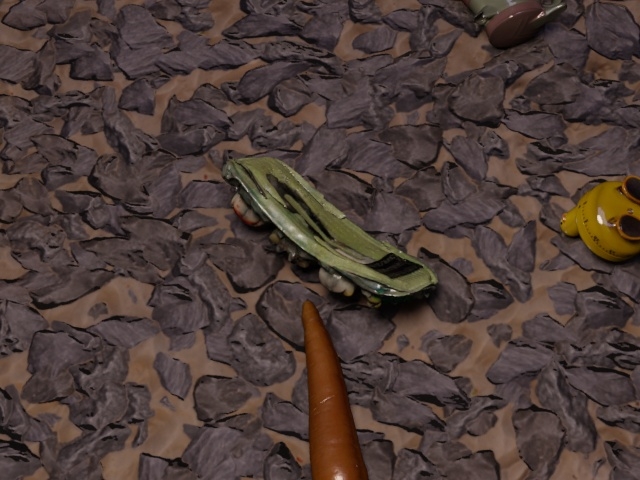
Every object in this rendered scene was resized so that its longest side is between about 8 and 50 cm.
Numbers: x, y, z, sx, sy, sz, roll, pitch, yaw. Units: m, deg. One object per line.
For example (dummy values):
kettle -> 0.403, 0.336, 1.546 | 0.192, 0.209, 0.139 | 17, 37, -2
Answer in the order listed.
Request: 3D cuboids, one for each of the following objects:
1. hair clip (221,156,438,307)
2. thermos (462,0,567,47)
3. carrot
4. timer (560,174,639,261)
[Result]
hair clip -> 0.000, 0.002, 1.868 | 0.321, 0.138, 0.091 | 38, 114, 23
thermos -> 0.253, -0.409, 2.062 | 0.176, 0.146, 0.265 | -9, 65, -29
carrot -> 0.012, 0.214, 1.767 | 0.069, 0.069, 0.336 | -9, 53, 0
timer -> 0.379, -0.023, 1.855 | 0.107, 0.109, 0.107 | 10, 65, -22
